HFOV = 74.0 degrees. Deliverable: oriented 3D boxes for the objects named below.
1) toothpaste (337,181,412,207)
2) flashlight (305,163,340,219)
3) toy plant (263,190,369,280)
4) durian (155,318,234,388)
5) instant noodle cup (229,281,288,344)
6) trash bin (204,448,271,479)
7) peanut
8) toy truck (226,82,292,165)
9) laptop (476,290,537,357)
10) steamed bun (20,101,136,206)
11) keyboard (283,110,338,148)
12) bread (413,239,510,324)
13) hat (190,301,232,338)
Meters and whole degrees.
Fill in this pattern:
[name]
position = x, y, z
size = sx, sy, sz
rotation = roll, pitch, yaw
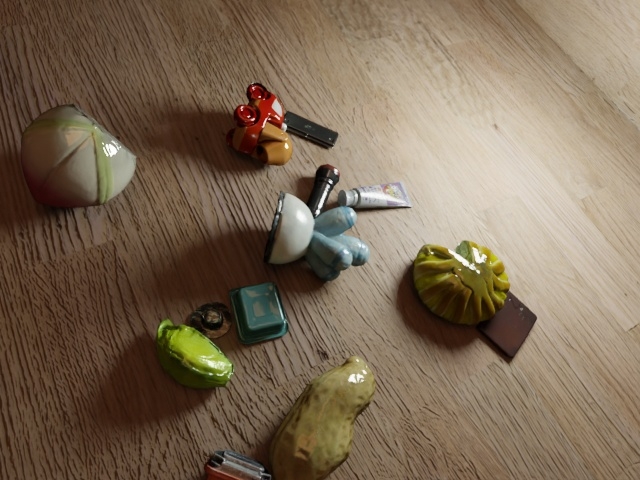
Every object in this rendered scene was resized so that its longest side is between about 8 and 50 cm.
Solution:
[toothpaste]
position = 0.208, -0.163, 1.569
size = 0.298, 0.073, 0.114
rotation = -7, 65, -27
[flashlight]
position = -0.001, -0.159, 1.502
size = 0.092, 0.093, 0.232
rotation = 21, 64, -3
[toy plant]
position = 0.000, 0.000, 1.337
size = 0.331, 0.247, 0.247
rotation = 15, 60, -9
[durian]
position = -0.353, 0.315, 1.148
size = 0.250, 0.101, 0.139
rotation = 30, 24, 2
[instant noodle cup]
position = -0.181, 0.204, 1.266
size = 0.156, 0.070, 0.179
rotation = -9, 64, -21
[trash bin]
position = -0.224, 0.626, 0.982
size = 0.161, 0.184, 0.239
rotation = 22, 70, -2
[peanut]
position = 0.018, 0.473, 1.116
size = 0.192, 0.169, 0.387
rotation = 44, 59, -4
[toy truck]
position = -0.196, -0.398, 1.523
size = 0.239, 0.189, 0.265
rotation = 24, 58, -13
[laptop]
position = 0.645, 0.284, 1.465
size = 0.154, 0.026, 0.207
rotation = 44, 62, 8
[steamed bun]
position = -0.721, -0.217, 1.236
size = 0.308, 0.309, 0.310
rotation = 6, 61, -11
[keyboard]
position = -0.044, -0.433, 1.666
size = 0.230, 0.025, 0.094
rotation = 23, 58, -2
[bread]
position = 0.479, 0.130, 1.424
size = 0.332, 0.160, 0.334
rotation = 6, 63, -11
[hat]
position = -0.317, 0.225, 1.228
size = 0.121, 0.050, 0.121
rotation = 5, 63, -9
